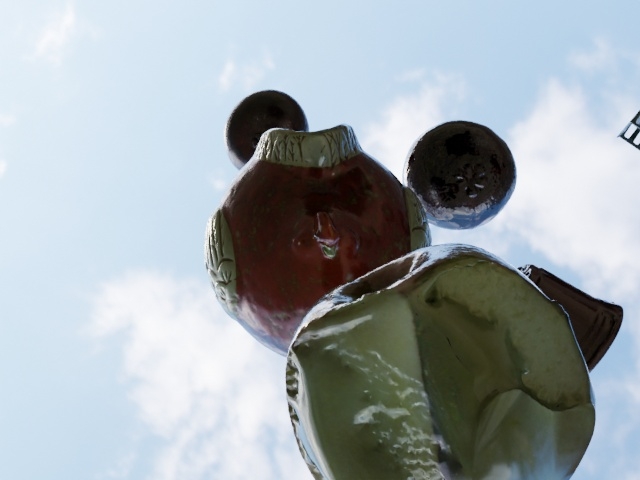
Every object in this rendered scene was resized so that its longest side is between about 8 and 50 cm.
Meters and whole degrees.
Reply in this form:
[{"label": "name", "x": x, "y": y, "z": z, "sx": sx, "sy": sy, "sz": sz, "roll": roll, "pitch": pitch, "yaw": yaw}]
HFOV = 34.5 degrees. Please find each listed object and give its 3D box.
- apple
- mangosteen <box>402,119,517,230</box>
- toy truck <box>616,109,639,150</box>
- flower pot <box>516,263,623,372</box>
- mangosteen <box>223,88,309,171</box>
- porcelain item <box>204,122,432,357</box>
[{"label": "apple", "x": 0.080, "y": 0.100, "z": 0.723, "sx": 0.207, "sy": 0.174, "sz": 0.188, "roll": -16, "pitch": -86, "yaw": 15}, {"label": "mangosteen", "x": 0.180, "y": -0.086, "z": 1.353, "sx": 0.153, "sy": 0.152, "sz": 0.152, "roll": -11, "pitch": -130, "yaw": 14}, {"label": "toy truck", "x": 0.437, "y": -0.118, "z": 1.140, "sx": 0.178, "sy": 0.080, "sz": 0.115, "roll": 35, "pitch": -101, "yaw": 8}, {"label": "flower pot", "x": 0.195, "y": 0.072, "z": 0.910, "sx": 0.089, "sy": 0.111, "sz": 0.111, "roll": 39, "pitch": -111, "yaw": -5}, {"label": "mangosteen", "x": -0.075, "y": -0.155, "z": 1.469, "sx": 0.140, "sy": 0.140, "sz": 0.140, "roll": -11, "pitch": -130, "yaw": 14}, {"label": "porcelain item", "x": 0.000, "y": 0.000, "z": 1.058, "sx": 0.253, "sy": 0.253, "sz": 0.253, "roll": -11, "pitch": -130, "yaw": 14}]
